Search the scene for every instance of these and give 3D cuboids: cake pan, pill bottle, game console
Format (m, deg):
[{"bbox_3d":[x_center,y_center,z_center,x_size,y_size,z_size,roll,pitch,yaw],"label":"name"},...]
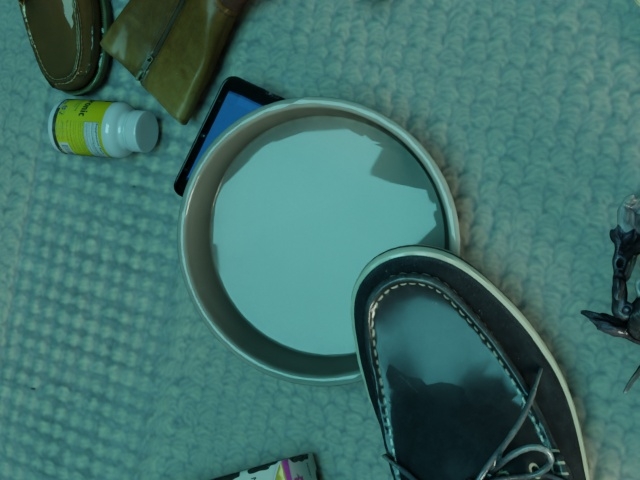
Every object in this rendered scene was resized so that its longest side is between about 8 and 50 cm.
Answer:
[{"bbox_3d":[0.000,0.000,1.305,0.293,0.054,0.293,2,97,14],"label":"cake pan"},{"bbox_3d":[-0.244,-0.126,1.451,0.116,0.065,0.065,6,93,26],"label":"pill bottle"},{"bbox_3d":[-0.065,-0.079,1.347,0.124,0.085,0.144,38,107,39],"label":"game console"}]

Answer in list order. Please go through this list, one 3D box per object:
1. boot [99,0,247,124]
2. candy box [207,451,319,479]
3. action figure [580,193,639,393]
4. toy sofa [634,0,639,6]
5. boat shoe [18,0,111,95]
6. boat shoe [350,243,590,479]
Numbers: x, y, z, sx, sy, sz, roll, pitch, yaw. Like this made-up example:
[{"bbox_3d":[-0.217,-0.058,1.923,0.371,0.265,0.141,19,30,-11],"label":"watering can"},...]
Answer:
[{"bbox_3d":[-0.092,-0.245,1.361,0.264,0.096,0.280,39,108,18],"label":"boot"},{"bbox_3d":[-0.099,0.333,1.370,0.233,0.071,0.159,-21,80,26],"label":"candy box"},{"bbox_3d":[0.333,0.009,1.131,0.164,0.141,0.276,19,125,17],"label":"action figure"},{"bbox_3d":[0.453,-0.178,1.060,0.362,0.150,0.177,17,96,25],"label":"toy sofa"},{"bbox_3d":[-0.322,-0.317,1.467,0.110,0.104,0.307,-15,84,25],"label":"boat shoe"},{"bbox_3d":[0.157,0.238,1.181,0.187,0.156,0.500,-21,85,19],"label":"boat shoe"}]
